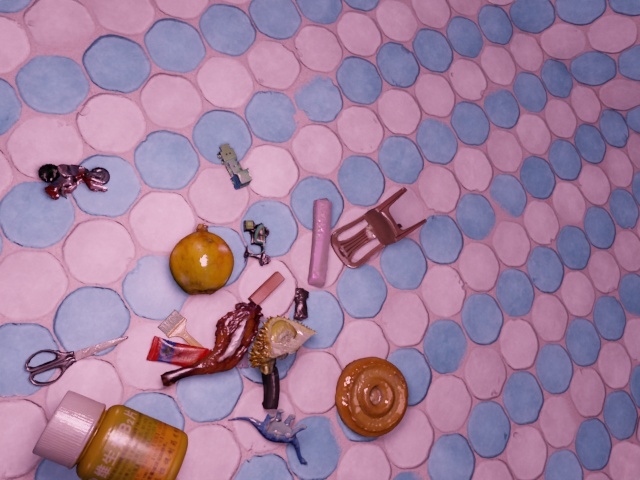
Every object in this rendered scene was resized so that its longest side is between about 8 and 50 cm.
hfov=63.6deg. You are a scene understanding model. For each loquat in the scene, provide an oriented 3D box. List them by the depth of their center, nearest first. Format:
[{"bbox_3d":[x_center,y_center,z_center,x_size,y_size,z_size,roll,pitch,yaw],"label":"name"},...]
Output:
[{"bbox_3d":[-0.399,0.057,1.738,0.214,0.213,0.245,1,76,-23],"label":"loquat"}]

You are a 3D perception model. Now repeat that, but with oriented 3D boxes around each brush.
[{"bbox_3d":[-0.450,0.333,1.758,0.205,0.011,0.083,46,67,-9],"label":"brush"}]

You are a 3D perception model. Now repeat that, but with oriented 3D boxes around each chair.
[{"bbox_3d":[0.219,-0.043,2.026,0.326,0.183,0.175,-36,93,-26],"label":"chair"}]

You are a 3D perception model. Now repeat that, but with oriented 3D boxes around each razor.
[{"bbox_3d":[-0.172,0.512,1.794,0.054,0.090,0.147,0,81,-21],"label":"razor"}]

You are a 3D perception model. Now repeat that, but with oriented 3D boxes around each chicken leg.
[{"bbox_3d":[-0.341,0.365,1.727,0.407,0.096,0.158,-40,94,-20],"label":"chicken leg"}]

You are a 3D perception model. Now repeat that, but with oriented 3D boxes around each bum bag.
[{"bbox_3d":[-0.072,0.238,1.924,0.058,0.034,0.124,3,77,-8],"label":"bum bag"}]

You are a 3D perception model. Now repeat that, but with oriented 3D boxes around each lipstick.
[{"bbox_3d":[-0.197,0.175,1.879,0.145,0.045,0.045,-44,100,-25],"label":"lipstick"}]

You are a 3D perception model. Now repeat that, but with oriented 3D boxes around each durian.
[{"bbox_3d":[-0.151,0.362,1.755,0.167,0.306,0.172,22,101,18],"label":"durian"}]

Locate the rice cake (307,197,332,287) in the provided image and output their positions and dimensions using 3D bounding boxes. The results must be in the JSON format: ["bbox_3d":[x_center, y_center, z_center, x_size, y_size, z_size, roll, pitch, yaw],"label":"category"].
[{"bbox_3d":[0.000,0.000,1.994,0.073,0.056,0.364,11,75,-23],"label":"rice cake"}]

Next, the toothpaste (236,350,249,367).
[{"bbox_3d":[-0.270,0.361,1.818,0.045,0.028,0.169,6,78,-23],"label":"toothpaste"}]

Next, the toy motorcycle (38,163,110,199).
[{"bbox_3d":[-0.800,-0.189,1.681,0.213,0.082,0.122,0,78,-22],"label":"toy motorcycle"}]

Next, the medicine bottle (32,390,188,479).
[{"bbox_3d":[-0.607,0.603,1.518,0.385,0.224,0.224,29,69,-14],"label":"medicine bottle"}]

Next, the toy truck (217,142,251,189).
[{"bbox_3d":[-0.316,-0.280,1.906,0.067,0.081,0.175,-27,90,-27],"label":"toy truck"}]

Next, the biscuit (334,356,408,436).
[{"bbox_3d":[0.198,0.583,1.931,0.297,0.102,0.296,4,79,-20],"label":"biscuit"}]

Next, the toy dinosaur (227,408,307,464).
[{"bbox_3d":[-0.143,0.648,1.782,0.329,0.076,0.144,35,100,-13],"label":"toy dinosaur"}]

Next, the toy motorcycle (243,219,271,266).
[{"bbox_3d":[-0.235,0.012,1.893,0.100,0.058,0.173,-1,78,-16],"label":"toy motorcycle"}]

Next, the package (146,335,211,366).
[{"bbox_3d":[-0.471,0.382,1.729,0.201,0.022,0.083,18,80,-20],"label":"package"}]

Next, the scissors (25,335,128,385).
[{"bbox_3d":[-0.755,0.357,1.619,0.300,0.022,0.109,-19,90,-26],"label":"scissors"}]
